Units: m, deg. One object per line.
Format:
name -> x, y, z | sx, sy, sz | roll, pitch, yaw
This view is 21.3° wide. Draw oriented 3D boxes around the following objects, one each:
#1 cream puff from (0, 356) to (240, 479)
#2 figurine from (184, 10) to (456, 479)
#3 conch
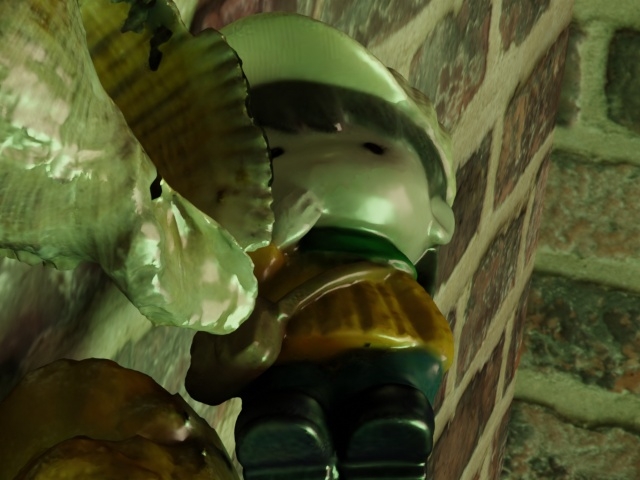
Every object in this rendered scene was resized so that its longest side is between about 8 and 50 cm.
cream puff -> -0.100, 0.192, 0.947 | 0.269, 0.154, 0.241 | 61, -7, 2
figurine -> 0.001, 0.024, 1.092 | 0.204, 0.185, 0.332 | 86, 1, -61
conch -> -0.112, -0.058, 0.758 | 0.178, 0.245, 0.163 | -51, -166, -22
